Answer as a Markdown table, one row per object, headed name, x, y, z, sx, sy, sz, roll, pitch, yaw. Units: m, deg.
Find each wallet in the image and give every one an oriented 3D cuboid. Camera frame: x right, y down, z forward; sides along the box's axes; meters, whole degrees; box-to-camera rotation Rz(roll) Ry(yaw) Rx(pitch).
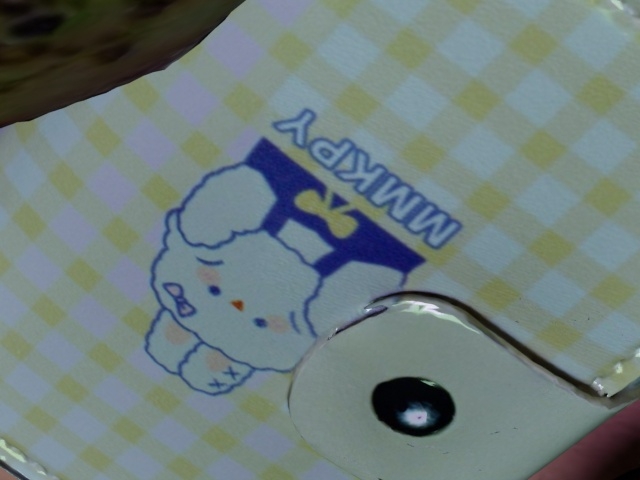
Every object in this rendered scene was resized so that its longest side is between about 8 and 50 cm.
| name | x | y | z | sx | sy | sz | roll | pitch | yaw |
| --- | --- | --- | --- | --- | --- | --- | --- | --- | --- |
| wallet | 0.000 | 0.000 | 0.577 | 0.223 | 0.077 | 0.309 | 39 | 132 | -12 |

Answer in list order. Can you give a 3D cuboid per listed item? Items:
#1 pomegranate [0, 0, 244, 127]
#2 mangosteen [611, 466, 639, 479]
| name | x | y | z | sx | sy | sz | roll | pitch | yaw |
| --- | --- | --- | --- | --- | --- | --- | --- | --- | --- |
| pomegranate | -0.099 | -0.174 | 0.367 | 0.242 | 0.242 | 0.306 | -32 | 83 | 39 |
| mangosteen | 0.165 | 0.184 | 0.601 | 0.215 | 0.215 | 0.257 | -18 | 142 | 33 |
